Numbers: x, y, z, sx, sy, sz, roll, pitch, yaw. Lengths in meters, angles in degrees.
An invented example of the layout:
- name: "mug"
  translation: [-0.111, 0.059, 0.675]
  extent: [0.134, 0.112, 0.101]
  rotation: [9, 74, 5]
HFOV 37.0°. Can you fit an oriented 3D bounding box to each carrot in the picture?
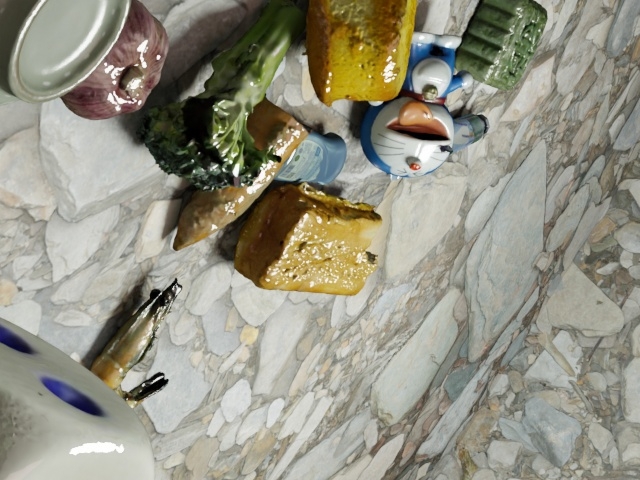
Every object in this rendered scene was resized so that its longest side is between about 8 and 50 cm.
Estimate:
- name: "carrot"
  translation: [-0.130, -0.088, 1.386]
  extent: [0.263, 0.102, 0.102]
  rotation: [-50, 152, 0]

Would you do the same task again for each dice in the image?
- name: "dice"
  translation: [-0.387, 0.252, 1.071]
  extent: [0.277, 0.304, 0.304]
  rotation: [-59, 152, -1]

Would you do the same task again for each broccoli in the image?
- name: "broccoli"
  translation: [-0.110, -0.205, 1.268]
  extent: [0.304, 0.145, 0.165]
  rotation: [-58, 144, -21]

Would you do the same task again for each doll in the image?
- name: "doll"
  translation: [0.167, -0.232, 1.624]
  extent: [0.215, 0.161, 0.257]
  rotation: [1, 109, -27]

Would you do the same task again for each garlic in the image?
- name: "garlic"
  translation: [-0.236, -0.203, 1.072]
  extent: [0.159, 0.102, 0.147]
  rotation: [-3, 119, -57]

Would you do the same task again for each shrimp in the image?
- name: "shrimp"
  translation: [-0.265, 0.171, 1.465]
  extent: [0.262, 0.051, 0.198]
  rotation: [-56, 159, 3]

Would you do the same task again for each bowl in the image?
- name: "bowl"
  translation: [-0.271, -0.224, 0.834]
  extent: [0.337, 0.157, 0.337]
  rotation: [-51, 169, -13]

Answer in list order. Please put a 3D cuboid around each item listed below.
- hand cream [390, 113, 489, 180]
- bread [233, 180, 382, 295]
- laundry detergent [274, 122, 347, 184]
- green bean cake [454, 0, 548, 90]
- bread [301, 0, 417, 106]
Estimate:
- name: "hand cream"
  translation: [0.235, -0.193, 1.883]
  extent: [0.271, 0.058, 0.091]
  rotation: [-24, 134, -38]
- name: "bread"
  translation: [0.000, 0.000, 1.640]
  extent: [0.185, 0.109, 0.380]
  rotation: [-61, 153, 10]
- name: "laundry detergent"
  translation: [-0.016, -0.134, 1.531]
  extent: [0.206, 0.061, 0.097]
  rotation: [7, 112, -60]
- name: "green bean cake"
  translation: [0.355, -0.386, 1.845]
  extent: [0.185, 0.094, 0.183]
  rotation: [-3, 119, -63]
- name: "bread"
  translation: [0.062, -0.315, 1.344]
  extent: [0.268, 0.145, 0.268]
  rotation: [11, 90, -82]
